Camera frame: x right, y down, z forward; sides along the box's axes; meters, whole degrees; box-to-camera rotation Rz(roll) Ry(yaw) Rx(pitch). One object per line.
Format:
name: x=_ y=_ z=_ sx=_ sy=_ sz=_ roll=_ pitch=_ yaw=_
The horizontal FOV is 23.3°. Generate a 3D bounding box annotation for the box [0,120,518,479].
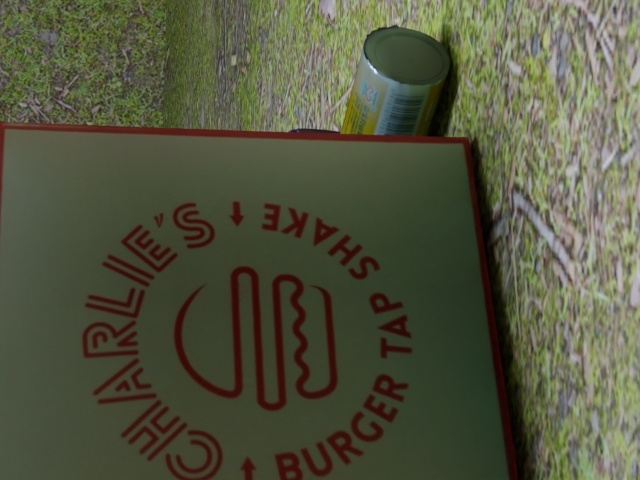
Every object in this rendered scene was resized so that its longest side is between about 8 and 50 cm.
box: x=-0.064 y=0.131 z=1.013 sx=0.300 sy=0.312 sz=0.314 roll=105 pitch=163 yaw=-57

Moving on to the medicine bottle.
medicine bottle: x=0.040 y=-0.053 z=1.126 sx=0.218 sy=0.074 sz=0.074 roll=106 pitch=162 yaw=-46

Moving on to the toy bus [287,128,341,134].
toy bus: x=0.000 y=0.000 z=1.277 sx=0.098 sy=0.087 sz=0.178 roll=119 pitch=153 yaw=-54
